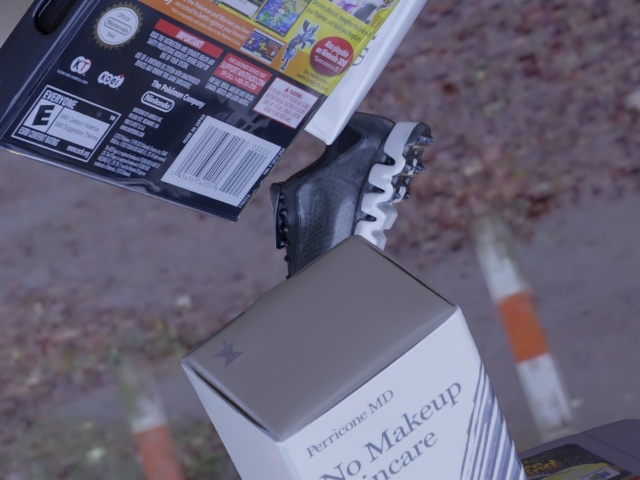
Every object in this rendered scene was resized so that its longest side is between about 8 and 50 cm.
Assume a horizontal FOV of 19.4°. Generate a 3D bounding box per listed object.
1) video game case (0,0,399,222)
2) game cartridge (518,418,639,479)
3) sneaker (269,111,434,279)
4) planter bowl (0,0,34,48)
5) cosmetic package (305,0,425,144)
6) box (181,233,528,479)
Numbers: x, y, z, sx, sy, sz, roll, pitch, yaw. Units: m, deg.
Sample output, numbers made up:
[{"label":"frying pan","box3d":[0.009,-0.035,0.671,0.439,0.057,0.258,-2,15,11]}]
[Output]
[{"label":"video game case","box3d":[-0.049,-0.135,1.057,0.248,0.035,0.275,-53,155,9]},{"label":"game cartridge","box3d":[0.185,0.227,1.517,0.294,0.060,0.196,-20,-169,-18]},{"label":"sneaker","box3d":[0.000,0.000,1.482,0.106,0.234,0.078,23,-174,14]},{"label":"planter bowl","box3d":[-0.270,-0.191,1.701,0.162,0.109,0.162,-42,-177,2]},{"label":"cosmetic package","box3d":[-0.084,-0.261,1.372,0.197,0.365,0.155,-60,177,30]},{"label":"box","box3d":[0.042,0.140,0.926,0.113,0.094,0.275,-37,129,-15]}]
